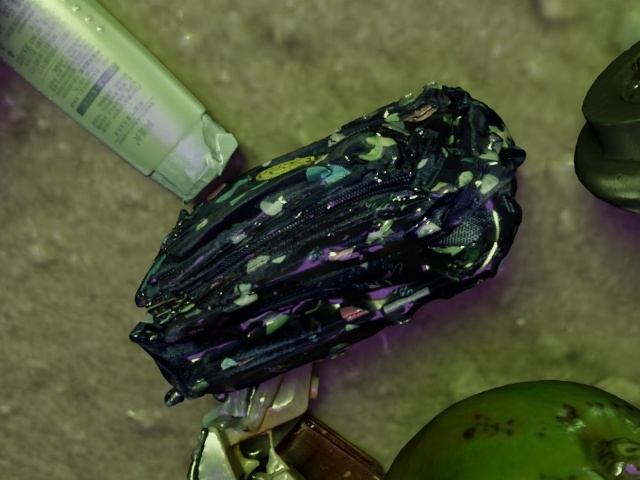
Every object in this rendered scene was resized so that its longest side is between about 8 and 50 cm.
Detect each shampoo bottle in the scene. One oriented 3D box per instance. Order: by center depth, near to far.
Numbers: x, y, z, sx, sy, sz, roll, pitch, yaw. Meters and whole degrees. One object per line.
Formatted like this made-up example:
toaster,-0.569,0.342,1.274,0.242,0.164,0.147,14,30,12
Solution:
shampoo bottle,-0.146,-0.111,0.540,0.212,0.049,0.072,42,114,-12

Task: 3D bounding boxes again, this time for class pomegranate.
pomegranate,0.144,0.232,0.587,0.236,0.236,0.302,12,137,2

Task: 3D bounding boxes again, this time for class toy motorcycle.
toy motorcycle,-0.035,0.171,0.620,0.130,0.094,0.229,6,84,7

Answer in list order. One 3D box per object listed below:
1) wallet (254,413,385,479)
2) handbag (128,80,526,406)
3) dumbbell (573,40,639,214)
wallet,-0.028,0.221,0.705,0.095,0.026,0.176,38,115,-5
handbag,0.000,0.000,0.513,0.260,0.162,0.113,-26,112,23
dumbbell,0.254,-0.020,0.449,0.192,0.192,0.290,-29,108,20
